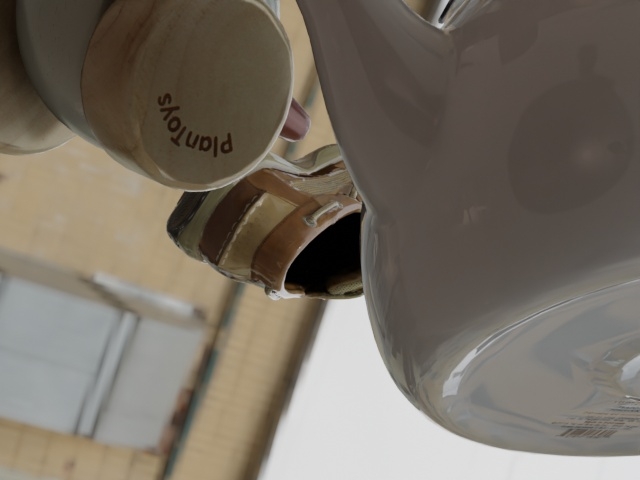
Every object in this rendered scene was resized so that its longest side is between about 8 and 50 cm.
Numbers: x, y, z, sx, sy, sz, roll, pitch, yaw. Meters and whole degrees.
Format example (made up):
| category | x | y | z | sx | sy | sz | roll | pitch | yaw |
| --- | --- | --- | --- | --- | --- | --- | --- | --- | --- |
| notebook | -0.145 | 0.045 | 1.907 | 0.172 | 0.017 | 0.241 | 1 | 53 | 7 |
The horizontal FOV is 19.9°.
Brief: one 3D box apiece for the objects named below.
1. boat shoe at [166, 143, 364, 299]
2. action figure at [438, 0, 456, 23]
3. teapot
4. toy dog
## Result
| category | x | y | z | sx | sy | sz | roll | pitch | yaw |
| --- | --- | --- | --- | --- | --- | --- | --- | --- | --- |
| boat shoe | 0.000 | 0.000 | 1.467 | 0.120 | 0.324 | 0.123 | 37 | -73 | 21 |
| action figure | 0.195 | -0.194 | 1.091 | 0.164 | 0.275 | 0.141 | -123 | -147 | -51 |
| teapot | 0.132 | -0.039 | 0.671 | 0.252 | 0.256 | 0.187 | -14 | -116 | 17 |
| toy dog | -0.032 | -0.163 | 0.757 | 0.220 | 0.161 | 0.334 | 45 | -67 | 38 |
